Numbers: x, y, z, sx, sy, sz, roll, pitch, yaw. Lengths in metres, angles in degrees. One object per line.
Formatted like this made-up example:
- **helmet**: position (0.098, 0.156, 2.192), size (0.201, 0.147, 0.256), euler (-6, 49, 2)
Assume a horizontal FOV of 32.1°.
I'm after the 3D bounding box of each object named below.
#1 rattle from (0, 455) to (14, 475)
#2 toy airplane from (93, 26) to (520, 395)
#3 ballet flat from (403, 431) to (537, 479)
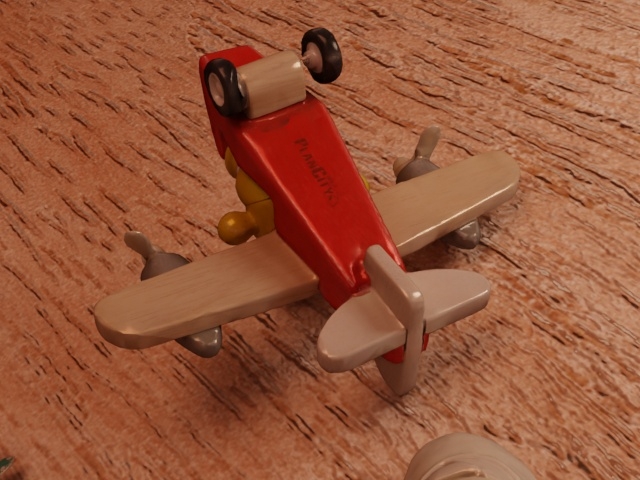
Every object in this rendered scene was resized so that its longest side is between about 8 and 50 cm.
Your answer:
- **rattle**: position (-0.413, 0.305, 1.171), size (0.130, 0.142, 0.199), euler (13, 27, -2)
- **toy airplane**: position (0.000, 0.000, 1.185), size (0.386, 0.272, 0.384), euler (20, 60, -3)
- **ballet flat**: position (0.134, 0.277, 0.862), size (0.139, 0.139, 0.400), euler (-19, 39, 8)
